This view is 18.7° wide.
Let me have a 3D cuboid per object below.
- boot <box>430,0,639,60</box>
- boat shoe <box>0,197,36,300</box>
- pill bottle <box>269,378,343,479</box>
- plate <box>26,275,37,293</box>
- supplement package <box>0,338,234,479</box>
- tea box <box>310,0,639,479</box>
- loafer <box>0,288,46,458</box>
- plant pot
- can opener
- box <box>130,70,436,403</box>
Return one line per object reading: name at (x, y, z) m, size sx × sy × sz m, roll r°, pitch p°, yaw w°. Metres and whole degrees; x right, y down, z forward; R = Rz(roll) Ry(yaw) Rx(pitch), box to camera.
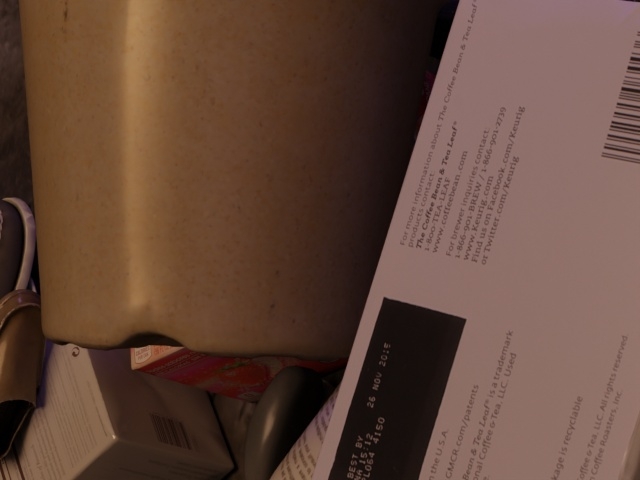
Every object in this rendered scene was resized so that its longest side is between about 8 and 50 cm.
boot at (0.208, -0.242, 1.423) m, size 0.338 × 0.118 × 0.222 m, roll 1°, pitch 73°, yaw 32°
boat shoe at (-0.372, 0.085, 1.815) m, size 0.305 × 0.091 × 0.109 m, roll -57°, pitch 46°, yaw 13°
pill bottle at (0.060, 0.171, 1.366) m, size 0.283 × 0.160 × 0.160 m, roll -54°, pitch 47°, yaw 15°
plate at (-0.320, 0.103, 1.843) m, size 0.188 × 0.024 × 0.188 m, roll -17°, pitch 64°, yaw 38°
supplement package at (-0.215, 0.196, 1.631) m, size 0.244 × 0.139 × 0.134 m, roll -43°, pitch 50°, yaw 25°
tea box at (0.211, 0.060, 1.148) m, size 0.220 × 0.323 × 0.329 m, roll 15°, pitch 87°, yaw 46°
loafer at (-0.248, 0.112, 1.559) m, size 0.050 × 0.056 × 0.148 m, roll 26°, pitch 103°, yaw 46°
plant pot at (-0.067, -0.077, 1.291) m, size 0.334 × 0.334 × 0.305 m, roll 2°, pitch 87°, yaw 44°
can opener at (-0.044, 0.234, 1.499) m, size 0.074 × 0.093 × 0.280 m, roll 8°, pitch 86°, yaw 44°
box at (0.000, 0.000, 1.495) m, size 0.300 × 0.142 × 0.154 m, roll -25°, pitch 59°, yaw 35°
